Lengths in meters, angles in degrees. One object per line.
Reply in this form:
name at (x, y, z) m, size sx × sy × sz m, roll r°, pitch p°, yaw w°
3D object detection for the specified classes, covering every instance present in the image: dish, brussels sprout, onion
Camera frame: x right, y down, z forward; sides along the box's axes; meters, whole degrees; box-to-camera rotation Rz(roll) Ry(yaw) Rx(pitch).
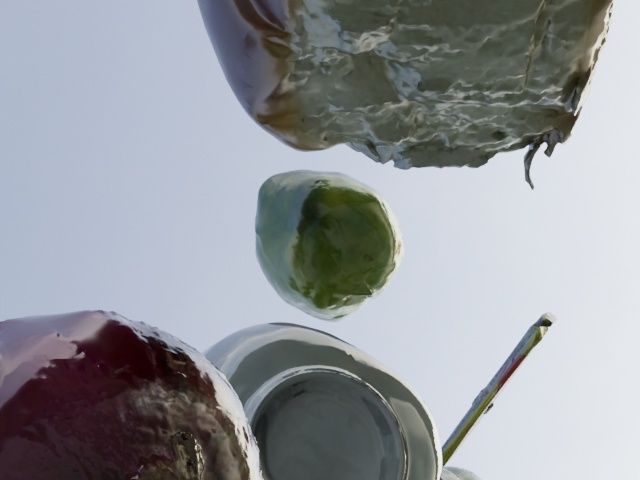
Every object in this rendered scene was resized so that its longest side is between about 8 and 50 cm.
dish at (-0.013, 0.180, 1.058) m, size 0.256 × 0.117 × 0.256 m, roll 7°, pitch -113°, yaw -17°
brussels sprout at (0.002, -0.002, 1.315) m, size 0.122 × 0.151 × 0.149 m, roll 50°, pitch -151°, yaw -67°
onion at (-0.135, 0.105, 0.561) m, size 0.135 × 0.198 × 0.173 m, roll 54°, pitch -137°, yaw -35°

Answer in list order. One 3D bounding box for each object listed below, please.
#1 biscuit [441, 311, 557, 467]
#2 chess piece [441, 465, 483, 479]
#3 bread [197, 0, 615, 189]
biscuit at (0.214, 0.205, 1.724) m, size 0.292 × 0.026 × 0.048 m, roll -57°, pitch -15°, yaw 23°
chess piece at (0.199, 0.314, 1.263) m, size 0.298 × 0.176 × 0.176 m, roll 15°, pitch -87°, yaw -32°
bread at (0.035, -0.194, 0.695) m, size 0.225 × 0.250 × 0.279 m, roll -2°, pitch -36°, yaw -10°
